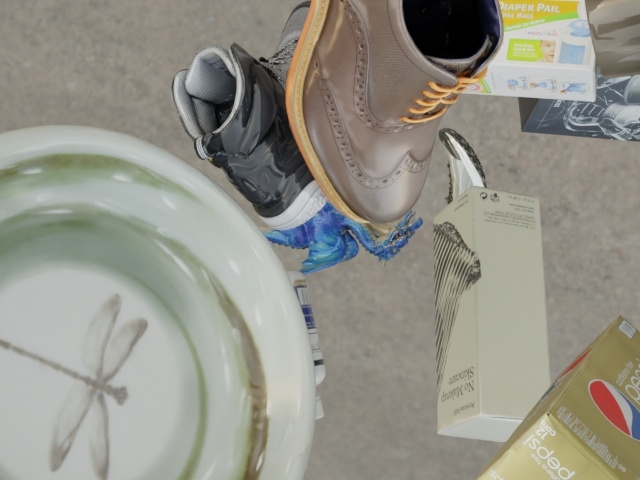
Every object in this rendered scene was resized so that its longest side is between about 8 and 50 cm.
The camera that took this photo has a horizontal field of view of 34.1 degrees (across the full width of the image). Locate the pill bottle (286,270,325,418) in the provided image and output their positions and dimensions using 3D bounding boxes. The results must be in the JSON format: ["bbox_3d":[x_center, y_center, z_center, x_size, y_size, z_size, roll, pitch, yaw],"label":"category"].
[{"bbox_3d":[-0.047,0.126,1.196,0.094,0.169,0.094,-12,172,-2],"label":"pill bottle"}]

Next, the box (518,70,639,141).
[{"bbox_3d":[0.558,-0.346,1.907,0.313,0.178,0.343,3,153,-7],"label":"box"}]

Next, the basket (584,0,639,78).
[{"bbox_3d":[0.425,-0.270,1.190,0.227,0.204,0.154,-11,129,21],"label":"basket"}]

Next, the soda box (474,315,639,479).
[{"bbox_3d":[0.151,0.104,0.583,0.058,0.181,0.061,44,117,12],"label":"soda box"}]

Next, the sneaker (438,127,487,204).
[{"bbox_3d":[0.306,-0.112,2.230,0.108,0.100,0.271,-22,98,17],"label":"sneaker"}]

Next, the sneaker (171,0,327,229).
[{"bbox_3d":[-0.046,-0.153,0.963,0.101,0.268,0.153,-20,138,37],"label":"sneaker"}]

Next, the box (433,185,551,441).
[{"bbox_3d":[0.195,0.085,1.209,0.094,0.275,0.113,10,155,-18],"label":"box"}]

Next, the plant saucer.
[{"bbox_3d":[-0.187,0.108,0.843,0.400,0.400,0.100,38,142,-24],"label":"plant saucer"}]

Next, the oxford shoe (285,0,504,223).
[{"bbox_3d":[0.059,-0.129,0.788,0.133,0.130,0.363,45,154,35],"label":"oxford shoe"}]

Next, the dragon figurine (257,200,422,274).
[{"bbox_3d":[0.000,0.000,1.496,0.289,0.085,0.144,-25,90,25],"label":"dragon figurine"}]

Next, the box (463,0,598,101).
[{"bbox_3d":[0.290,-0.273,1.477,0.203,0.114,0.103,6,164,17],"label":"box"}]
